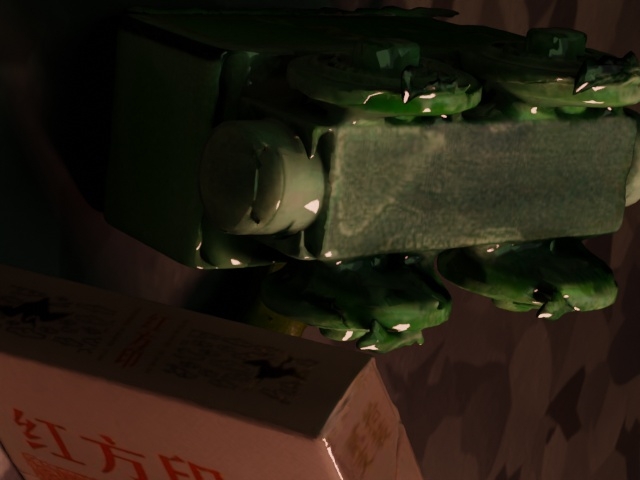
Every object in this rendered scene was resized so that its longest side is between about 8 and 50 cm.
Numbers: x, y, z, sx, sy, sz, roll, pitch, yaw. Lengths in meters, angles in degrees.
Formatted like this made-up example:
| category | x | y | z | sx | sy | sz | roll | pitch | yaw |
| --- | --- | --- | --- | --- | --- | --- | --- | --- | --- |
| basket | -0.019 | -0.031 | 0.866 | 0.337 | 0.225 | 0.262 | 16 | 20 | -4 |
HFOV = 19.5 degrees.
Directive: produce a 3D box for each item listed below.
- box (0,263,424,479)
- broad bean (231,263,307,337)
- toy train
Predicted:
| category | x | y | z | sx | sy | sz | roll | pitch | yaw |
| --- | --- | --- | --- | --- | --- | --- | --- | --- | --- |
| box | -0.021 | 0.167 | 0.860 | 0.051 | 0.205 | 0.365 | -54 | 140 | -32 |
| broad bean | -0.001 | 0.001 | 0.976 | 0.052 | 0.053 | 0.256 | 40 | 65 | -25 |
| toy train | 0.030 | -0.041 | 0.852 | 0.243 | 0.188 | 0.132 | -4 | 109 | -35 |
